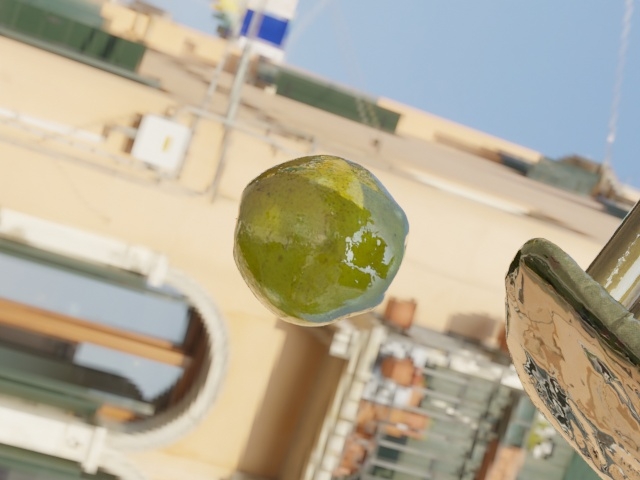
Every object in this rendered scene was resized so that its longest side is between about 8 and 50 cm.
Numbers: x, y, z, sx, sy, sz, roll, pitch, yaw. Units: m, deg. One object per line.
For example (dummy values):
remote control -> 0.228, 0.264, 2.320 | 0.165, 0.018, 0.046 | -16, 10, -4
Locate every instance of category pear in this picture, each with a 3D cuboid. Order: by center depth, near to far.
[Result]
pear -> 0.000, 0.000, 1.587 | 0.198, 0.198, 0.198 | -53, -153, 43

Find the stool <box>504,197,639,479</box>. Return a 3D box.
stool -> 0.354, 0.114, 1.373 | 0.310, 0.226, 0.310 | 48, -17, 31
